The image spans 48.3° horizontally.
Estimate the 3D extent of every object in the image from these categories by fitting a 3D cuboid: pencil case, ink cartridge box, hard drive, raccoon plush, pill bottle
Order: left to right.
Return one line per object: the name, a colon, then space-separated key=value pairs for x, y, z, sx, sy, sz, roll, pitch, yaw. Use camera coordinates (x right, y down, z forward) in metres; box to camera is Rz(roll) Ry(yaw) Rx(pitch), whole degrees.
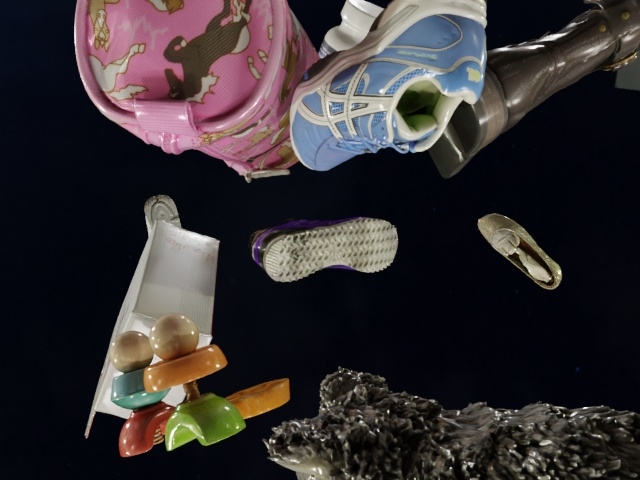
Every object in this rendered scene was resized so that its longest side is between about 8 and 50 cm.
ink cartridge box: x=-0.285 y=0.160 z=1.235 sx=0.130 sy=0.272 sz=0.309 roll=20 pitch=-155 yaw=-16
pencil case: x=-0.079 y=-0.150 z=0.653 sx=0.160 sy=0.386 sz=0.167 roll=-31 pitch=-92 yaw=6
pill bottle: x=0.060 y=-0.331 z=1.422 sx=0.153 sy=0.264 sz=0.153 roll=18 pitch=-151 yaw=-11
raccoon plush: x=0.170 y=0.151 z=0.626 sx=0.299 sy=0.216 sz=0.446 roll=43 pitch=-80 yaw=13
hard drive: x=0.564 y=-0.288 z=1.181 sx=0.135 sy=0.094 sz=0.022 roll=13 pitch=-130 yaw=25

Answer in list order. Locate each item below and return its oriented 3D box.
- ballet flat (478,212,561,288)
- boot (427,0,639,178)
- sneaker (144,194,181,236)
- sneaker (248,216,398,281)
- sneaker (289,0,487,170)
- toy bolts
ballet flat: x=0.330 y=0.017 z=1.173 sx=0.168 sy=0.057 sz=0.052 roll=38 pitch=-153 yaw=1
boot: x=0.206 y=-0.152 z=0.653 sx=0.229 sy=0.263 sz=0.091 roll=-28 pitch=-86 yaw=-4
sneaker: x=-0.334 y=0.020 z=1.571 sx=0.090 sy=0.095 sz=0.235 roll=-7 pitch=-98 yaw=-19
sneaker: x=0.000 y=-0.001 z=1.304 sx=0.293 sy=0.102 sz=0.146 roll=-4 pitch=-165 yaw=-32
sneaker: x=0.039 y=-0.098 z=0.520 sx=0.080 sy=0.211 sz=0.081 roll=7 pitch=-114 yaw=-27
toy bolts: x=-0.177 y=0.175 z=0.948 sx=0.228 sy=0.218 sz=0.158 roll=-21 pitch=-94 yaw=36
